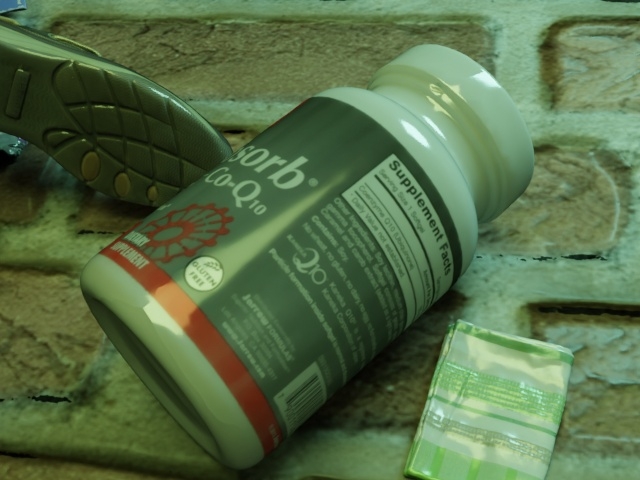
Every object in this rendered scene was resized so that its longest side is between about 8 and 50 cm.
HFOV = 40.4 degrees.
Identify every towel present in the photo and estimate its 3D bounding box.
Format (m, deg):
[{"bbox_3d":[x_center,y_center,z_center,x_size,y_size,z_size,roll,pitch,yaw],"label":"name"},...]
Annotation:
[{"bbox_3d":[0.143,0.142,0.729,0.113,0.023,0.152,12,56,18],"label":"towel"}]

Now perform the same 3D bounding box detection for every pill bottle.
[{"bbox_3d":[0.000,0.000,0.744,0.363,0.210,0.210,-40,57,-21],"label":"pill bottle"}]

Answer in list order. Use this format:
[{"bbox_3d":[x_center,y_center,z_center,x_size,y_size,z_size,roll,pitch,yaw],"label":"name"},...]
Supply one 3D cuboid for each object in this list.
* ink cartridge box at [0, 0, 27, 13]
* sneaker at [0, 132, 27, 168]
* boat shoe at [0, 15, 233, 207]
[{"bbox_3d":[-0.536,-0.302,1.153,0.311,0.065,0.186,-18,54,-2],"label":"ink cartridge box"},{"bbox_3d":[-0.387,-0.103,0.991,0.098,0.038,0.069,-1,52,8],"label":"sneaker"},{"bbox_3d":[-0.249,-0.152,0.899,0.355,0.132,0.130,26,26,-11],"label":"boat shoe"}]
